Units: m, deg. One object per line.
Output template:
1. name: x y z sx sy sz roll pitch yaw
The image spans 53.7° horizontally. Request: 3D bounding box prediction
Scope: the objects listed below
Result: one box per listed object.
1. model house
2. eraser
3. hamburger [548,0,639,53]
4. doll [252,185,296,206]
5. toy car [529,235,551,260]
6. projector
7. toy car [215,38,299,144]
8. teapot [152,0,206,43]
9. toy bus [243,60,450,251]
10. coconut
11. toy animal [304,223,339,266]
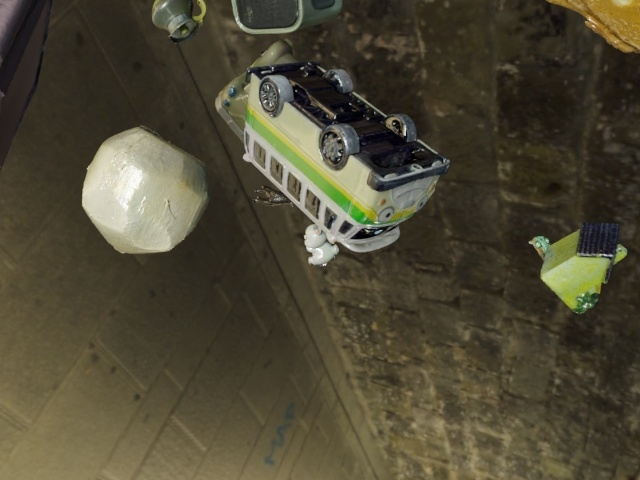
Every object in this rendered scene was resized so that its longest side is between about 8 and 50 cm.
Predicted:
1. model house: 0.739 0.056 1.707 0.211 0.170 0.194 -43 -178 40
2. eraser: -0.517 -0.284 0.989 0.359 0.122 0.272 -97 -153 -45
3. hamburger: 0.428 -0.395 0.811 0.174 0.304 0.284 -48 -179 -25
4. doll: -0.153 -0.149 2.265 0.139 0.165 0.057 167 -62 -76
5. toy car: 0.666 0.040 1.849 0.059 0.122 0.035 -14 159 -44
6. projector: -0.101 -0.762 1.883 0.249 0.248 0.248 -40 131 -50
7. toy car: -0.126 -0.448 1.897 0.242 0.226 0.336 50 54 -15
8. teapot: -0.404 -0.653 1.836 0.165 0.119 0.130 -29 173 -25
9. toy bus: 0.018 -0.121 0.917 0.143 0.305 0.179 -18 138 -38
10. coconut: -0.516 -0.128 1.830 0.360 0.346 0.346 -59 155 4
11. toy animal: -0.006 0.000 1.569 0.071 0.085 0.124 -55 134 -44
